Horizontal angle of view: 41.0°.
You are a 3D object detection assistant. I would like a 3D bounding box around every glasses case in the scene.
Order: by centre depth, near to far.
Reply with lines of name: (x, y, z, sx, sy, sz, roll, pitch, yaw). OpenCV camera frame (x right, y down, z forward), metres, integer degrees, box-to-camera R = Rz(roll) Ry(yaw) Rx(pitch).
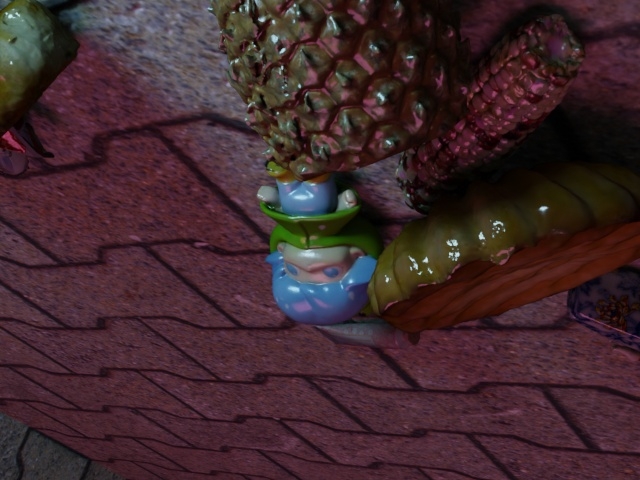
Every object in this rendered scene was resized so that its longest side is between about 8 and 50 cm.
glasses case: (0.428, 0.100, 1.059, 0.248, 0.087, 0.065, 18, 164, -1)

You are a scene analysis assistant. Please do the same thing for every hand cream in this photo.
hand cream: (0.076, 0.157, 1.417, 0.209, 0.043, 0.067, -7, 143, 48)

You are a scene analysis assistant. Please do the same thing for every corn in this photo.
corn: (0.158, -0.109, 0.839, 0.092, 0.092, 0.280, 23, 150, -10)

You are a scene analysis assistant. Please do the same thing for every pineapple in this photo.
pineapple: (-0.014, -0.223, 0.673, 0.202, 0.202, 0.362, -4, 127, 35)

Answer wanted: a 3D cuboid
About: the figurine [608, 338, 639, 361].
figurine: (0.445, 0.153, 1.178, 0.109, 0.064, 0.047, 19, 132, -22)

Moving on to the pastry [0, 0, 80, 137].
pastry: (-0.350, -0.168, 0.906, 0.192, 0.182, 0.093, -39, 115, 14)

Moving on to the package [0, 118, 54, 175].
package: (-0.468, -0.186, 1.100, 0.194, 0.071, 0.269, -20, 120, 44)

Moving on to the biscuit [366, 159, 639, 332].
biscuit: (0.203, 0.006, 0.901, 0.325, 0.107, 0.326, -13, 163, -4)

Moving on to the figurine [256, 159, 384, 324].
figurine: (0.000, 0.000, 1.091, 0.162, 0.143, 0.263, 0, 131, 16)
